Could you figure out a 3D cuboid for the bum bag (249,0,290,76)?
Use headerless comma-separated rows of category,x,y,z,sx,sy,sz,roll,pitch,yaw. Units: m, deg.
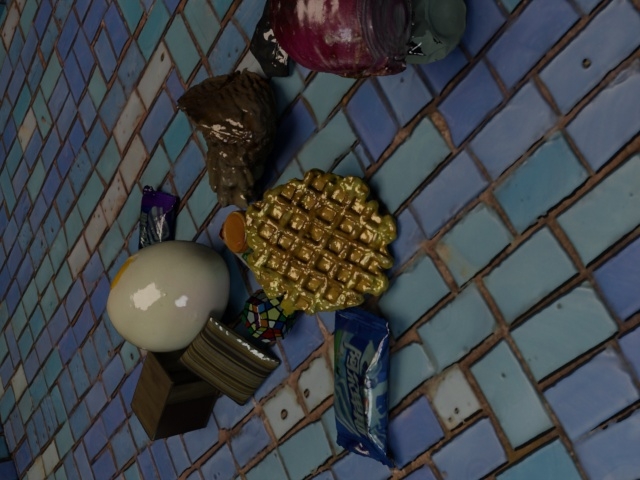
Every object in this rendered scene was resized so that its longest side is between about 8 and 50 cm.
bum bag,-0.091,-0.527,1.784,0.137,0.074,0.310,34,118,31

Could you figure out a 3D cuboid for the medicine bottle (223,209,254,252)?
medicine bottle,-0.116,-0.023,1.758,0.096,0.192,0.096,5,97,50

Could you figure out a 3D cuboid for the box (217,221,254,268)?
box,-0.188,0.024,1.957,0.207,0.041,0.050,41,119,38

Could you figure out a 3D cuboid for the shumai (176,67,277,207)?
shumai,-0.196,-0.245,1.896,0.346,0.217,0.283,32,148,54

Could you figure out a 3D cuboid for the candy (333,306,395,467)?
candy,0.089,0.302,1.639,0.187,0.077,0.331,12,104,50

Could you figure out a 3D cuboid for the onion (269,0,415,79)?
onion,0.027,-0.391,1.316,0.256,0.230,0.272,-22,82,56

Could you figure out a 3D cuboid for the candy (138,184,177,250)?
candy,-0.479,-0.017,2.267,0.145,0.070,0.275,14,102,39

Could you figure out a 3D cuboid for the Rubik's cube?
Rubik's cube,-0.120,0.176,1.838,0.112,0.133,0.133,-42,59,14

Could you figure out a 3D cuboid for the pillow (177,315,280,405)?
pillow,-0.233,0.305,1.953,0.208,0.052,0.212,36,127,-4

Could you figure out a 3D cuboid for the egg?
egg,-0.382,0.139,2.005,0.345,0.283,0.283,-30,70,34

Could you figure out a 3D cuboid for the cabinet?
cabinet,-0.389,0.400,2.112,0.148,0.175,0.215,46,126,36

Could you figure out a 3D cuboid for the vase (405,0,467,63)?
vase,0.110,-0.410,1.511,0.360,0.165,0.165,5,97,52

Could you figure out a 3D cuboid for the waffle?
waffle,0.000,0.000,1.620,0.325,0.068,0.302,-16,84,8
